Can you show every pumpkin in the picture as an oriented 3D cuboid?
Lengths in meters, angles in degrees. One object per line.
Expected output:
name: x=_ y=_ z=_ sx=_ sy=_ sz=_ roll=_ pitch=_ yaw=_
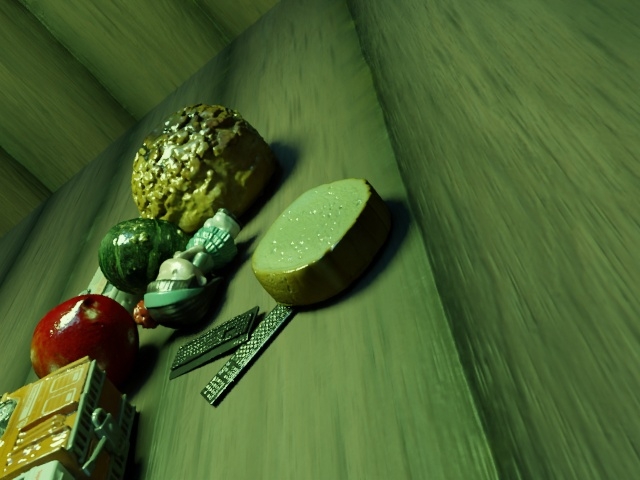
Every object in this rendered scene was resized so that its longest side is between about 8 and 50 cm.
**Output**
pumpkin: x=-0.331 y=0.032 z=1.506 sx=0.190 sy=0.190 sz=0.146 roll=-2 pitch=82 yaw=56

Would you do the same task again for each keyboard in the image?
keyboard: x=-0.173 y=0.162 z=1.253 sx=0.196 sy=0.015 sz=0.074 roll=-30 pitch=24 yaw=35
keyboard: x=-0.102 y=0.157 z=1.164 sx=0.198 sy=0.010 sz=0.063 roll=-49 pitch=23 yaw=-12

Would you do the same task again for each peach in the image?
peach: x=-0.404 y=0.182 z=1.371 sx=0.197 sy=0.197 sz=0.197 roll=-34 pitch=26 yaw=19

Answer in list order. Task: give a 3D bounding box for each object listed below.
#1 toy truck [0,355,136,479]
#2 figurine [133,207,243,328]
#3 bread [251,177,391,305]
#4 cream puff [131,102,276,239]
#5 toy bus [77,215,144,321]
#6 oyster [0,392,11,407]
toy truck: x=-0.379 y=0.338 z=1.105 sx=0.207 sy=0.173 sz=0.387 roll=-30 pitch=23 yaw=7
figurine: x=-0.226 y=0.057 z=1.411 sx=0.138 sy=0.110 sz=0.245 roll=-30 pitch=23 yaw=48
bread: x=0.000 y=0.000 z=1.182 sx=0.236 sy=0.070 sz=0.236 roll=-32 pitch=25 yaw=17
cream puff: x=-0.253 y=-0.158 z=1.644 sx=0.327 sy=0.231 sz=0.343 roll=-27 pitch=29 yaw=39
toy bus: x=-0.415 y=0.081 z=1.662 sx=0.138 sy=0.097 sz=0.343 roll=-26 pitch=30 yaw=30
oyster: x=-0.722 y=0.434 z=1.600 sx=0.294 sy=0.094 sz=0.166 roll=-35 pitch=42 yaw=-5
